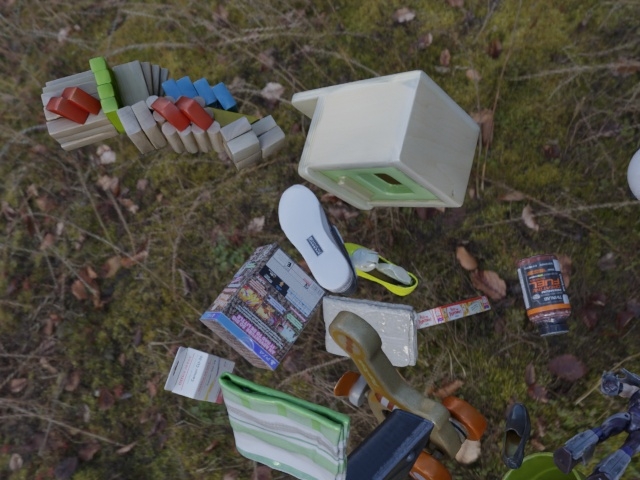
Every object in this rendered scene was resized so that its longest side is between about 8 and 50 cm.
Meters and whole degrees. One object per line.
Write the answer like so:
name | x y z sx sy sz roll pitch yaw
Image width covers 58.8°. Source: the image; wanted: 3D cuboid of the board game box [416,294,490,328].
board game box | 0.365 0.208 1.624 0.147 0.193 0.045 -29 73 52

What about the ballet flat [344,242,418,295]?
ballet flat | 0.139 0.063 1.385 0.231 0.077 0.077 28 68 -13

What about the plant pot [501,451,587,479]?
plant pot | 0.720 0.838 1.568 0.353 0.366 0.366 30 75 -11

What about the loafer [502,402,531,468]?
loafer | 0.503 0.495 1.460 0.062 0.061 0.170 -2 54 29

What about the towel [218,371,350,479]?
towel | -0.031 0.171 0.490 0.113 0.152 0.023 15 53 12

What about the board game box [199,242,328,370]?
board game box | -0.163 0.193 1.679 0.291 0.232 0.141 -53 19 -24

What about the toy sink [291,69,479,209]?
toy sink | 0.069 -0.124 0.782 0.234 0.153 0.131 5 75 44

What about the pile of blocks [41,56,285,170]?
pile of blocks | -0.228 -0.198 0.812 0.362 0.112 0.149 7 80 -3

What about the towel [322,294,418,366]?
towel | 0.139 0.254 1.615 0.282 0.049 0.187 6 113 25

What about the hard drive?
hard drive | 0.051 0.305 0.694 0.172 0.254 0.054 -36 62 -26

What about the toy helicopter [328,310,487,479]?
toy helicopter | 0.105 0.240 0.943 0.140 0.355 0.235 -46 33 -23

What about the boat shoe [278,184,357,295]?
boat shoe | 0.000 0.000 1.331 0.108 0.102 0.301 -38 60 8

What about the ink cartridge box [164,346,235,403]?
ink cartridge box | -0.303 0.343 1.443 0.067 0.198 0.115 11 75 22

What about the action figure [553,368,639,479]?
action figure | 0.549 0.329 0.997 0.285 0.099 0.185 -28 43 -22

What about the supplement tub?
supplement tub | 0.568 0.139 1.435 0.106 0.106 0.197 -12 73 11

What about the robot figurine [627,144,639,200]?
robot figurine | 0.767 -0.176 1.193 0.174 0.209 0.278 22 52 37
